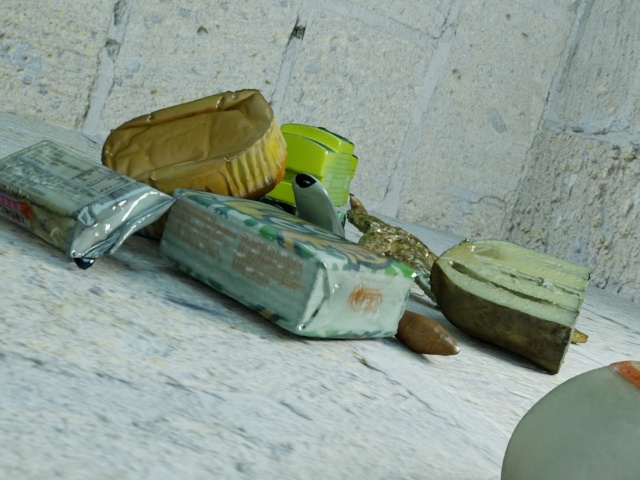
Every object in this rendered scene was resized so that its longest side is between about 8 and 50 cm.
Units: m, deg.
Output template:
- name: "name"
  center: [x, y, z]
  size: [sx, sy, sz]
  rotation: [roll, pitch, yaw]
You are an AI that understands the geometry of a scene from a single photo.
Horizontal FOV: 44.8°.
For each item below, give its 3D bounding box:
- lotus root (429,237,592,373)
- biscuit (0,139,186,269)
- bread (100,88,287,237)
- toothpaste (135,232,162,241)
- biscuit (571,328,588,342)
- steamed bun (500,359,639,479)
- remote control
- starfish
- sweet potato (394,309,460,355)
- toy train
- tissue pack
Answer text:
- name: "lotus root"
  center: [0.321, 0.115, 1.376]
  size: [0.260, 0.149, 0.267]
  rotation: [16, 25, 20]
- name: "biscuit"
  center: [-0.365, -0.059, 1.096]
  size: [0.309, 0.079, 0.186]
  rotation: [22, 42, 28]
- name: "bread"
  center: [-0.193, -0.121, 1.255]
  size: [0.288, 0.156, 0.204]
  rotation: [-23, 47, -5]
- name: "toothpaste"
  center: [-0.262, -0.023, 1.338]
  size: [0.266, 0.050, 0.065]
  rotation: [17, 10, -3]
- name: "biscuit"
  center: [0.460, 0.167, 1.727]
  size: [0.172, 0.029, 0.254]
  rotation: [15, 8, -14]
- name: "steamed bun"
  center: [0.290, 0.191, 0.600]
  size: [0.283, 0.177, 0.283]
  rotation: [18, 7, -2]
- name: "remote control"
  center: [0.001, -0.002, 1.280]
  size: [0.097, 0.256, 0.045]
  rotation: [20, 49, 41]
- name: "starfish"
  center: [0.191, 0.025, 1.710]
  size: [0.324, 0.082, 0.432]
  rotation: [31, 9, -5]
- name: "sweet potato"
  center: [0.128, 0.130, 1.147]
  size: [0.202, 0.058, 0.055]
  rotation: [19, 49, 42]
- name: "toy train"
  center: [-0.032, -0.107, 1.640]
  size: [0.179, 0.272, 0.442]
  rotation: [17, 7, 10]
- name: "tissue pack"
  center: [-0.052, 0.033, 1.122]
  size: [0.311, 0.128, 0.228]
  rotation: [23, 9, 38]
